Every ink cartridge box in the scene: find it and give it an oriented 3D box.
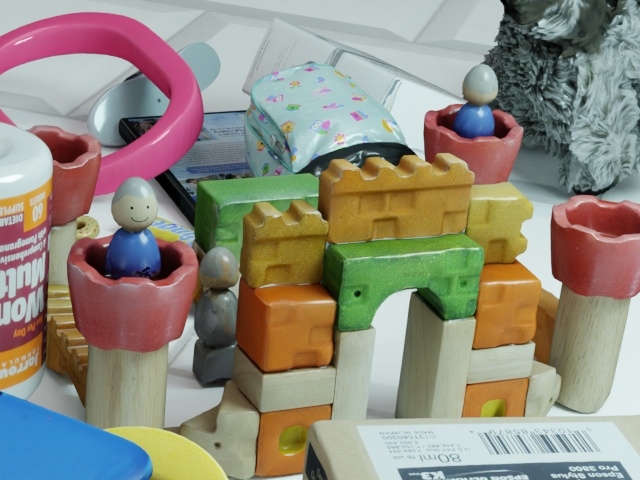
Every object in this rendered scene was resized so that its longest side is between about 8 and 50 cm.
[{"bbox_3d":[0.049,-0.140,1.636,0.158,0.092,0.218,15,14,-42],"label":"ink cartridge box"},{"bbox_3d":[0.120,0.186,0.951,0.234,0.088,0.193,0,23,-14],"label":"ink cartridge box"}]

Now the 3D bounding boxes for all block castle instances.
[{"bbox_3d":[0.000,0.000,1.200,0.453,0.213,0.303,-5,25,-24],"label":"block castle"}]

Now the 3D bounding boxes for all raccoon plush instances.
[{"bbox_3d":[0.222,-0.250,1.644,0.216,0.446,0.299,-38,38,-14],"label":"raccoon plush"}]

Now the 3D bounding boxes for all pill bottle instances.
[{"bbox_3d":[-0.237,0.041,1.034,0.121,0.221,0.121,5,23,-2],"label":"pill bottle"}]

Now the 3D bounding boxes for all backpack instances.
[{"bbox_3d":[0.004,-0.080,1.455,0.152,0.115,0.182,-9,35,-25],"label":"backpack"}]

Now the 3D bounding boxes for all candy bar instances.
[{"bbox_3d":[-0.108,0.004,1.412,0.161,0.018,0.040,20,27,31],"label":"candy bar"}]

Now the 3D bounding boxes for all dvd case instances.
[{"bbox_3d":[-0.075,-0.069,1.568,0.180,0.022,0.253,-6,30,-25],"label":"dvd case"}]

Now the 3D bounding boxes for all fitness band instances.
[{"bbox_3d":[-0.237,-0.139,1.585,0.209,0.054,0.291,-24,41,-19],"label":"fitness band"}]

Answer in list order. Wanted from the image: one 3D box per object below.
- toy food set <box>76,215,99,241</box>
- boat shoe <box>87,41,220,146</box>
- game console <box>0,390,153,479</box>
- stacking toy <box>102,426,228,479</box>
[{"bbox_3d":[-0.236,-0.002,1.391,0.083,0.020,0.082,6,23,-1],"label":"toy food set"},{"bbox_3d":[-0.190,-0.147,1.704,0.183,0.065,0.083,-38,12,-37],"label":"boat shoe"},{"bbox_3d":[-0.271,0.167,0.775,0.293,0.250,0.173,17,-8,21],"label":"game console"},{"bbox_3d":[-0.209,0.227,0.820,0.309,0.130,0.279,9,49,14],"label":"stacking toy"}]
